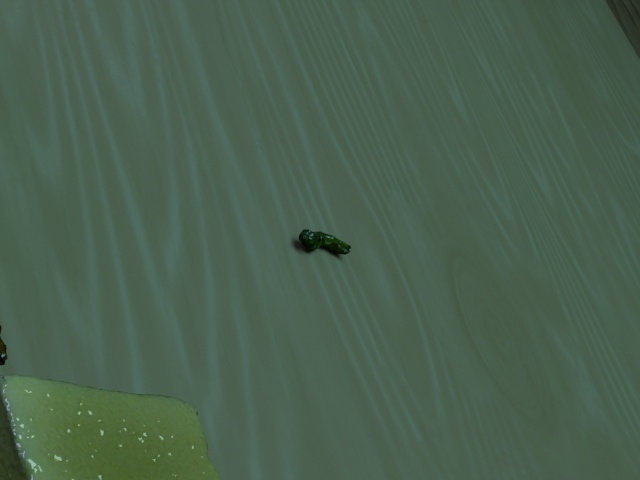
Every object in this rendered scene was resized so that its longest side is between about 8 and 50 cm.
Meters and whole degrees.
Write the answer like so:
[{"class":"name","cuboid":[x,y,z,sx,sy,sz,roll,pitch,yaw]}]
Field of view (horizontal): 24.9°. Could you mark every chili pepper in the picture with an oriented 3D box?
[{"class":"chili pepper","cuboid":[0.000,0.000,1.508,0.083,0.022,0.027,14,41,-54]}]

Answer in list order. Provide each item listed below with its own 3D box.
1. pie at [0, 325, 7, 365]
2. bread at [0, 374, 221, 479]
[{"class":"pie","cuboid":[-0.289,0.019,1.047,0.191,0.033,0.088,46,12,-2]},{"class":"bread","cuboid":[-0.156,0.165,1.013,0.188,0.068,0.125,15,42,-46]}]
